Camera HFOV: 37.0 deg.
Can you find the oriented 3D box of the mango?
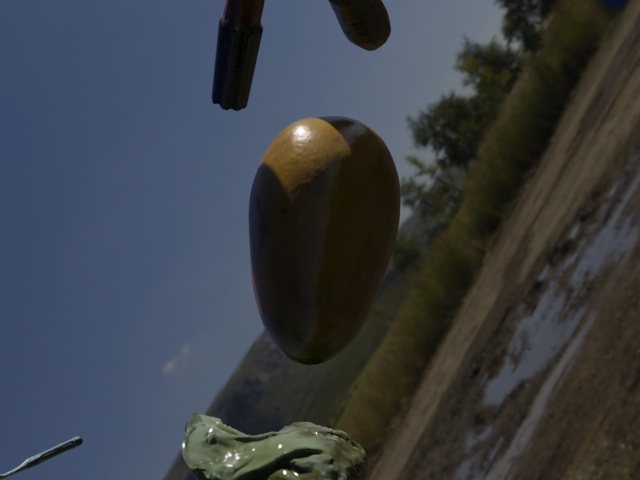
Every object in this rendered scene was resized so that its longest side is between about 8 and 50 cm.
[{"bbox_3d":[0.000,0.000,1.406,0.264,0.221,0.378,134,145,-62],"label":"mango"}]

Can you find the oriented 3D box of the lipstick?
[{"bbox_3d":[-0.123,-0.407,1.585,0.077,0.077,0.419,-54,-18,-51],"label":"lipstick"}]

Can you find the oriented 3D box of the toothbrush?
[{"bbox_3d":[-0.425,0.326,1.418,0.219,0.019,0.016,-13,-60,-66],"label":"toothbrush"}]

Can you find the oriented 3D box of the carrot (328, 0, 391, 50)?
[{"bbox_3d":[0.058,-0.368,1.514,0.082,0.082,0.173,-60,-31,-6],"label":"carrot"}]

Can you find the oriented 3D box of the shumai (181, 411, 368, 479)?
[{"bbox_3d":[-0.100,0.399,1.629,0.292,0.288,0.330,-52,10,-11],"label":"shumai"}]
